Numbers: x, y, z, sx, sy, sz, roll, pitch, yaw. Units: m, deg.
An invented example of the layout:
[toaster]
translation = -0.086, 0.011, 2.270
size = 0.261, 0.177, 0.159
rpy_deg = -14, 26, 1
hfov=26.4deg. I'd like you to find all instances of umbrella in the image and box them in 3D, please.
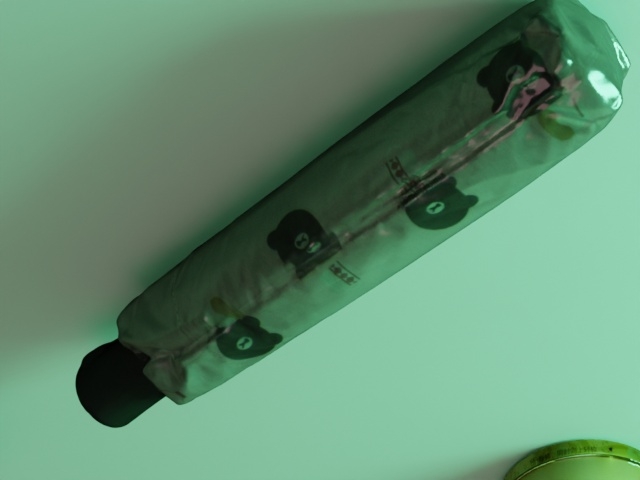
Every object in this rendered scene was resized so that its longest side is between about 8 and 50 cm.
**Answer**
[umbrella]
translation = 0.000, 0.000, 0.660
size = 0.337, 0.073, 0.067
rpy_deg = -35, 91, 29

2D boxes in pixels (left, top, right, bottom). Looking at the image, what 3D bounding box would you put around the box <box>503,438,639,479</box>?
[box]
translation = 0.161, 0.167, 0.832
size = 0.105, 0.037, 0.105
rpy_deg = 0, 132, 1
